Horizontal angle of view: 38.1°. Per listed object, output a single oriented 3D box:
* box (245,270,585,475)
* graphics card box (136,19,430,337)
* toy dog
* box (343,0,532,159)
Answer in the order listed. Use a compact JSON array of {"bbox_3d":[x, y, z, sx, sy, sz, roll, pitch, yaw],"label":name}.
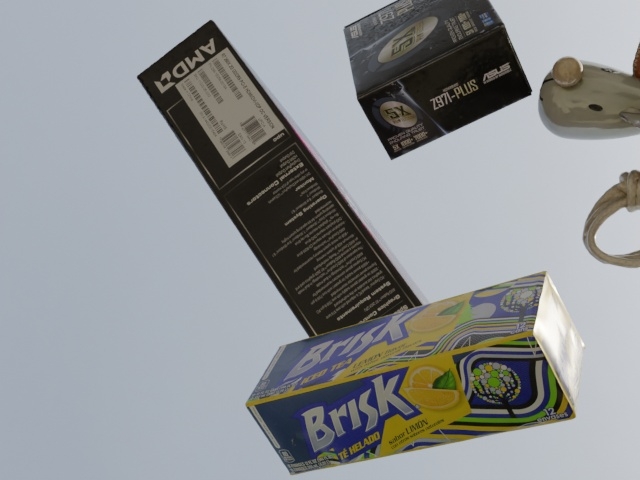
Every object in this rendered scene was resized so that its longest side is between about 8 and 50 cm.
[{"bbox_3d":[0.048,0.073,0.489,0.169,0.059,0.054,-20,-69,29],"label":"box"},{"bbox_3d":[0.000,0.000,0.832,0.094,0.233,0.371,-38,-114,4],"label":"graphics card box"},{"bbox_3d":[0.326,-0.128,0.718,0.334,0.161,0.220,-16,-125,24],"label":"toy dog"},{"bbox_3d":[0.109,-0.180,0.915,0.147,0.180,0.077,-24,-58,13],"label":"box"}]
